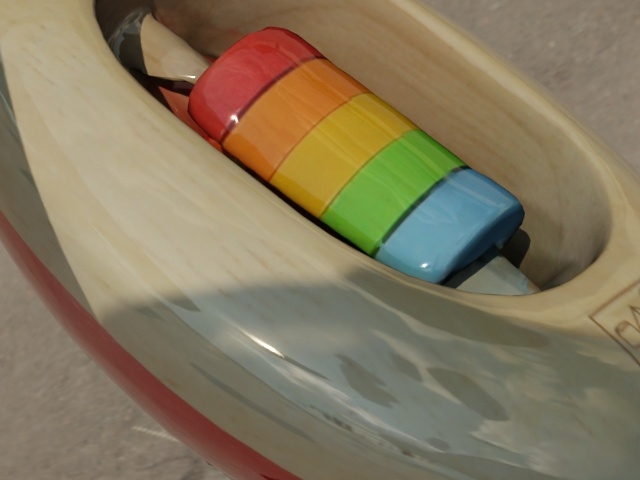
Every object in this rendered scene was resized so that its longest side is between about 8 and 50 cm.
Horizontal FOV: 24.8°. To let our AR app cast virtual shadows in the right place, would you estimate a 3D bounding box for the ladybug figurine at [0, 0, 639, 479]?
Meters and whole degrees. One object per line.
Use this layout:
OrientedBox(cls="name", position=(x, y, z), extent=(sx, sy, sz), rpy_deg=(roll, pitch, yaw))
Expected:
OrientedBox(cls="ladybug figurine", position=(0.000, 0.000, 0.687), extent=(0.449, 0.162, 0.305), rpy_deg=(41, 39, 20))
